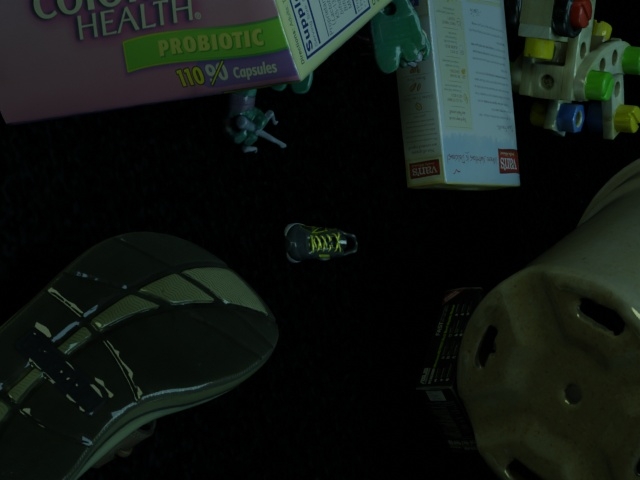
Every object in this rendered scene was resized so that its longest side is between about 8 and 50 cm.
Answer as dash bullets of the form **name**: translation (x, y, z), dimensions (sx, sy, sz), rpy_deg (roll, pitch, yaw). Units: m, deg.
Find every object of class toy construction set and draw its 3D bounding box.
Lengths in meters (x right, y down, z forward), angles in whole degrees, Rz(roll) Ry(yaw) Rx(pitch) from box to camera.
- **toy construction set**: translation (0.254, -0.267, 1.724), dimensions (0.215, 0.151, 0.328), rpy_deg (-2, 86, -59)

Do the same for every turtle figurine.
- **turtle figurine**: translation (-0.007, -0.142, 1.257), dimensions (0.118, 0.175, 0.234), rpy_deg (59, -6, -8)

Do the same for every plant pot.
- **plant pot**: translation (0.291, 0.098, 1.519), dimensions (0.305, 0.333, 0.334), rpy_deg (-18, 101, -50)

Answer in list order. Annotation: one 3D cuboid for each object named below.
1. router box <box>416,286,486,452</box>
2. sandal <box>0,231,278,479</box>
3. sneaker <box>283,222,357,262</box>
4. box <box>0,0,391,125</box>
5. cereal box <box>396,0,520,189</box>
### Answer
- **router box**: translation (0.133, 0.117, 1.551), dimensions (0.092, 0.038, 0.122), rpy_deg (60, 38, -37)
- **sandal**: translation (-0.149, 0.088, 1.014), dimensions (0.120, 0.086, 0.302), rpy_deg (49, 48, 10)
- **sneaker**: translation (0.000, 0.000, 1.340), dimensions (0.083, 0.035, 0.031), rpy_deg (-3, 87, -61)
- **box**: translation (-0.068, -0.180, 1.069), dimensions (0.243, 0.213, 0.117), rpy_deg (-46, 125, -54)
- **cereal box**: translation (0.123, -0.166, 1.579), dimensions (0.173, 0.047, 0.240), rpy_deg (0, 85, -61)
